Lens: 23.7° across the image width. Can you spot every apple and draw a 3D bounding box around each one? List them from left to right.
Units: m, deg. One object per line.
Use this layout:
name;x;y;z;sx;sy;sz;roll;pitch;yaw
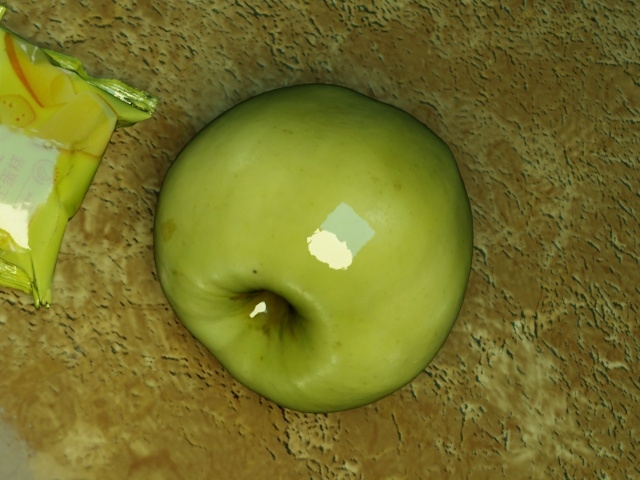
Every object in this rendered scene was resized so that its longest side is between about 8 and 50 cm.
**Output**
apple;0.000;0.000;1.223;0.262;0.262;0.262;8;71;-24

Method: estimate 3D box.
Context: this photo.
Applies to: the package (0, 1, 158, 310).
package;-0.243;-0.069;1.212;0.168;0.090;0.226;29;67;-14
